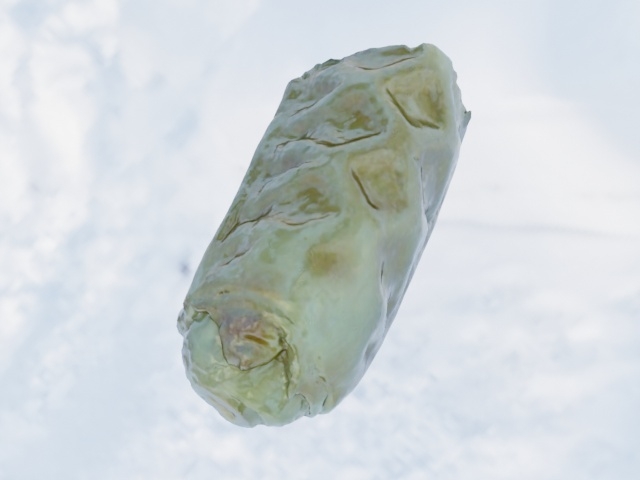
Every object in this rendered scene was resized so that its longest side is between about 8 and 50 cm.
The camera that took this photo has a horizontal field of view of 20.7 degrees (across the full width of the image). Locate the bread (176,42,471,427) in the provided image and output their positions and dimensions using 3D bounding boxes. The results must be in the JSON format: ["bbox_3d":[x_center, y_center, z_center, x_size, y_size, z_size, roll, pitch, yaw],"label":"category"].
[{"bbox_3d":[0.000,0.000,1.112,0.267,0.130,0.152,-64,1,-38],"label":"bread"}]
